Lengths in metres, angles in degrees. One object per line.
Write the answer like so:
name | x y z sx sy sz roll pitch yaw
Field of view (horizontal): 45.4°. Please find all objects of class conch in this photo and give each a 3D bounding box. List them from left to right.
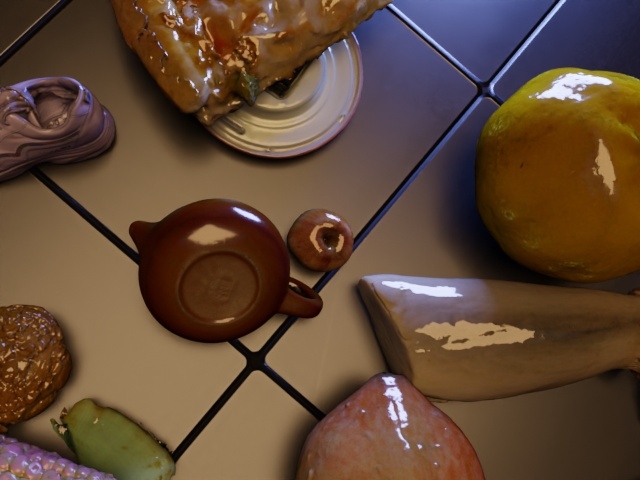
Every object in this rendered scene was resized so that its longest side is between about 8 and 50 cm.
conch | -0.232 0.250 0.886 0.106 0.079 0.170 -32 83 -27

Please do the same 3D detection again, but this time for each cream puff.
cream puff | -0.353 0.140 0.868 0.126 0.103 0.144 35 73 0

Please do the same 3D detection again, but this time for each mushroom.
mushroom | 0.251 0.125 0.962 0.408 0.137 0.154 2 66 -3

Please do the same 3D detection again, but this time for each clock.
clock | -0.063 -0.225 1.011 0.245 0.056 0.244 2 78 -10

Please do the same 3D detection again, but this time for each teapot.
teapot | -0.110 0.034 0.927 0.252 0.135 0.178 21 111 -23

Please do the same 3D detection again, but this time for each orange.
orange | 0.332 -0.084 0.959 0.279 0.235 0.279 2 81 -14

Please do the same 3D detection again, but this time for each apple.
apple | 0.000 0.000 0.973 0.084 0.071 0.083 1 87 -13

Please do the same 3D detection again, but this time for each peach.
peach | 0.077 0.264 0.868 0.233 0.232 0.232 2 79 -9

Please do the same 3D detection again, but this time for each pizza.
pizza | -0.120 -0.329 0.964 0.435 0.080 0.391 22 69 6

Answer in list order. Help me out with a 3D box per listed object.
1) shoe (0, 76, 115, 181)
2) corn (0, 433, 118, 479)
shoe | -0.371 -0.136 0.900 0.245 0.137 0.095 -11 77 -11
corn | -0.364 0.255 0.811 0.335 0.126 0.126 13 77 4
